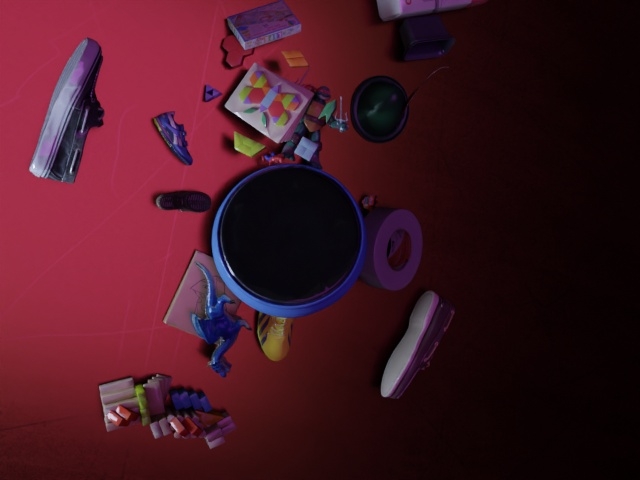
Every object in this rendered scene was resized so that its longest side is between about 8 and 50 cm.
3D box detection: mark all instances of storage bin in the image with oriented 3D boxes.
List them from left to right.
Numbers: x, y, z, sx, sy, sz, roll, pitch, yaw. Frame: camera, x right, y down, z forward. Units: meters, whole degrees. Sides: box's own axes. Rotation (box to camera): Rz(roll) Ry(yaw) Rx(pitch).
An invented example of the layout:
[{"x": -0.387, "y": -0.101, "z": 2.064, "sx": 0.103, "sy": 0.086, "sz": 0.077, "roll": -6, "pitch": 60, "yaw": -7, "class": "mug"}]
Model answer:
[{"x": 0.278, "y": -0.547, "z": 1.995, "sx": 0.135, "sy": 0.098, "sz": 0.091, "roll": -11, "pitch": 73, "yaw": -19, "class": "storage bin"}]

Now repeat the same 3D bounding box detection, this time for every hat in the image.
[{"x": 0.196, "y": -0.359, "z": 1.928, "sx": 0.172, "sy": 0.183, "sz": 0.209, "roll": 9, "pitch": 93, "yaw": -21, "class": "hat"}]

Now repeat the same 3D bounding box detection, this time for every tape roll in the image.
[{"x": 0.183, "y": 0.021, "z": 1.983, "sx": 0.219, "sy": 0.072, "sz": 0.219, "roll": -12, "pitch": 107, "yaw": -47, "class": "tape roll"}]

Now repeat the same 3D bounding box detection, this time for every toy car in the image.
[{"x": 0.125, "y": -0.065, "z": 2.008, "sx": 0.040, "sy": 0.060, "sz": 0.122, "roll": 10, "pitch": 86, "yaw": 10, "class": "toy car"}]

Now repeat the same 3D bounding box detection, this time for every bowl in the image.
[{"x": -0.075, "y": -0.007, "z": 1.836, "sx": 0.390, "sy": 0.077, "sz": 0.391, "roll": 1, "pitch": 76, "yaw": -3, "class": "bowl"}]

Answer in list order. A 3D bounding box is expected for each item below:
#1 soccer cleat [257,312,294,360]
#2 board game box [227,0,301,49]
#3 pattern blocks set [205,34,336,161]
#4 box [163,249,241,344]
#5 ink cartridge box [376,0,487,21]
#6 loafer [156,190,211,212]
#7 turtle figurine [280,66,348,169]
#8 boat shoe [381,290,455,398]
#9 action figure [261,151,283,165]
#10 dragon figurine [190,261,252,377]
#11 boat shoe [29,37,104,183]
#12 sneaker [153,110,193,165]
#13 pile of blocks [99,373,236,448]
[{"x": -0.100, "y": 0.175, "z": 1.912, "sx": 0.093, "sy": 0.121, "sz": 0.289, "roll": 7, "pitch": 94, "yaw": -21, "class": "soccer cleat"}, {"x": -0.139, "y": -0.533, "z": 1.829, "sx": 0.154, "sy": 0.026, "sz": 0.103, "roll": -23, "pitch": 60, "yaw": -17, "class": "board game box"}, {"x": -0.126, "y": -0.340, "z": 1.809, "sx": 0.324, "sy": 0.026, "sz": 0.286, "roll": 20, "pitch": 89, "yaw": 7, "class": "pattern blocks set"}, {"x": -0.286, "y": 0.148, "z": 1.892, "sx": 0.164, "sy": 0.021, "sz": 0.201, "roll": 26, "pitch": 87, "yaw": -22, "class": "box"}, {"x": 0.290, "y": -0.708, "z": 1.958, "sx": 0.282, "sy": 0.117, "sz": 0.207, "roll": -15, "pitch": 102, "yaw": -19, "class": "ink cartridge box"}, {"x": -0.340, "y": -0.099, "z": 1.828, "sx": 0.148, "sy": 0.050, "sz": 0.056, "roll": 3, "pitch": 99, "yaw": -37, "class": "loafer"}, {"x": -0.014, "y": -0.309, "z": 1.889, "sx": 0.175, "sy": 0.118, "sz": 0.234, "roll": 19, "pitch": 100, "yaw": -2, "class": "turtle figurine"}, {"x": 0.275, "y": 0.304, "z": 2.080, "sx": 0.096, "sy": 0.116, "sz": 0.324, "roll": 30, "pitch": 80, "yaw": -18, "class": "boat shoe"}, {"x": -0.116, "y": -0.206, "z": 1.863, "sx": 0.038, "sy": 0.115, "sz": 0.030, "roll": -23, "pitch": 104, "yaw": -16, "class": "action figure"}, {"x": -0.270, "y": 0.204, "z": 1.847, "sx": 0.144, "sy": 0.085, "sz": 0.289, "roll": -34, "pitch": 109, "yaw": -15, "class": "dragon figurine"}, {"x": -0.556, "y": -0.291, "z": 1.697, "sx": 0.119, "sy": 0.121, "sz": 0.335, "roll": 20, "pitch": 100, "yaw": -30, "class": "boat shoe"}, {"x": -0.346, "y": -0.250, "z": 1.804, "sx": 0.059, "sy": 0.053, "sz": 0.144, "roll": -36, "pitch": 109, "yaw": -16, "class": "sneaker"}, {"x": -0.370, "y": 0.427, "z": 1.845, "sx": 0.362, "sy": 0.112, "sz": 0.149, "roll": 14, "pitch": 91, "yaw": -22, "class": "pile of blocks"}]
